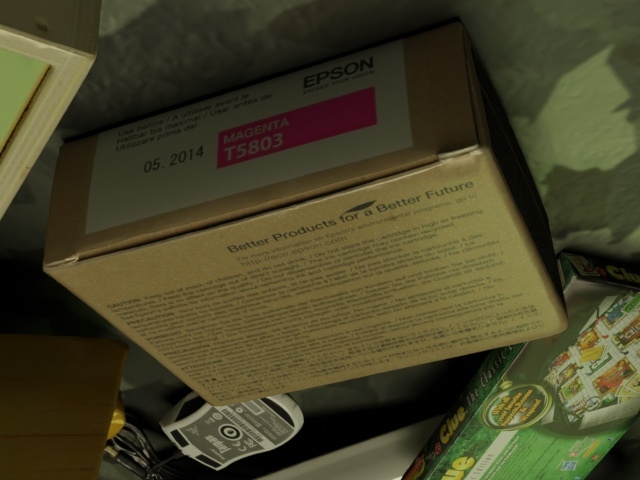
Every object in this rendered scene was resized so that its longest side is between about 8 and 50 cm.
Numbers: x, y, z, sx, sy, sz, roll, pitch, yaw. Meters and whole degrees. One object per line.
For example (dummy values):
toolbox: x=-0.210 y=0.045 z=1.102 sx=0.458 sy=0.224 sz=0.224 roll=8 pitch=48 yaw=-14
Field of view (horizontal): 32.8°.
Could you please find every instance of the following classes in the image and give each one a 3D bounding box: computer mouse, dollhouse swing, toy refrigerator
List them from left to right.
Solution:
dollhouse swing: x=-0.275 y=0.270 z=0.644 sx=0.315 sy=0.305 sz=0.347 roll=6 pitch=139 yaw=-34
toy refrigerator: x=-0.198 y=-0.047 z=0.510 sx=0.102 sy=0.094 sz=0.269 roll=16 pitch=143 yaw=-27
computer mouse: x=-0.086 y=0.148 z=0.862 sx=0.193 sy=0.042 sz=0.106 roll=-29 pitch=117 yaw=34

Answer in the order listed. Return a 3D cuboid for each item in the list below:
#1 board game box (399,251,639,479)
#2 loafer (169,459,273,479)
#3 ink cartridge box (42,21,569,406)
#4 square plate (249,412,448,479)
board game box: x=0.171 y=0.119 z=0.798 sx=0.136 sy=0.030 sz=0.260 roll=11 pitch=129 yaw=-24
loafer: x=-0.051 y=0.272 z=1.019 sx=0.096 sy=0.084 sz=0.267 roll=-27 pitch=142 yaw=34
ink cartridge box: x=0.000 y=0.000 z=0.605 sx=0.234 sy=0.088 sz=0.193 roll=-14 pitch=144 yaw=17
square plate: x=0.075 y=0.287 z=0.993 sx=0.347 sy=0.049 sz=0.344 roll=-19 pitch=137 yaw=2
